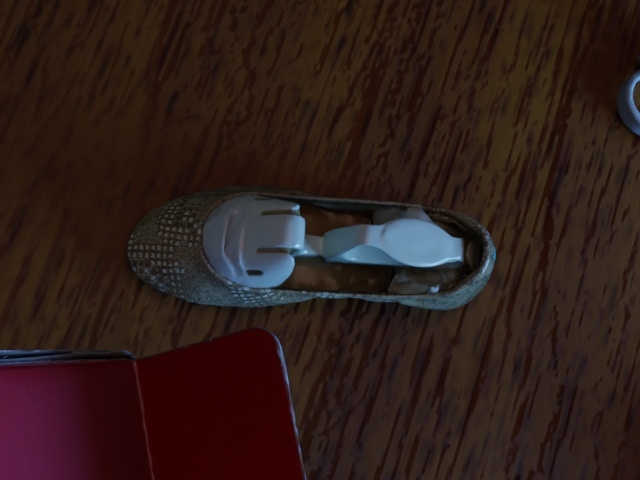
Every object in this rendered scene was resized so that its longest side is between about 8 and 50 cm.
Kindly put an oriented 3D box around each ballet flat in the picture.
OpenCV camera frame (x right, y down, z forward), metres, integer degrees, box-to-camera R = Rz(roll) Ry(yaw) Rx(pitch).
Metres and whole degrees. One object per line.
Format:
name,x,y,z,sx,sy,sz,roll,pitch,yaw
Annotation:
ballet flat,0.000,0.000,0.606,0.206,0.067,0.073,0,76,-12

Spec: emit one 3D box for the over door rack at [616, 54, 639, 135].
over door rack,0.356,-0.164,0.635,0.324,0.239,0.108,-30,82,-17

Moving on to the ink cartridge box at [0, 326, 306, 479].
ink cartridge box,-0.129,0.202,0.394,0.272,0.130,0.309,-17,79,27
